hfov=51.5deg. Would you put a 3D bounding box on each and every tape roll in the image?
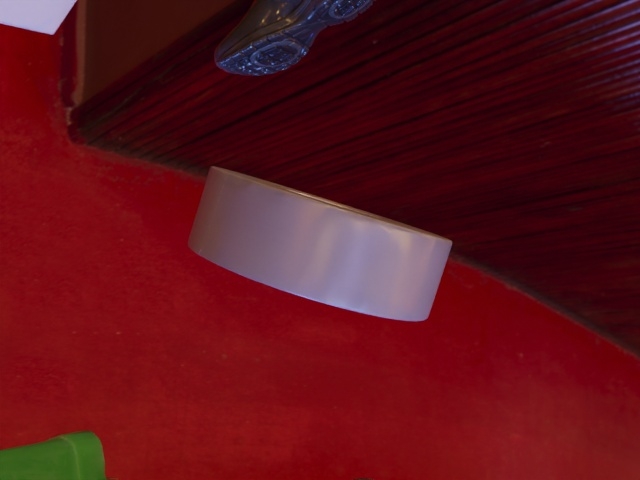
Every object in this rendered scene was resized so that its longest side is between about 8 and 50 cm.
[{"bbox_3d":[0.000,0.000,0.583,0.219,0.219,0.072,14,95,-41],"label":"tape roll"}]

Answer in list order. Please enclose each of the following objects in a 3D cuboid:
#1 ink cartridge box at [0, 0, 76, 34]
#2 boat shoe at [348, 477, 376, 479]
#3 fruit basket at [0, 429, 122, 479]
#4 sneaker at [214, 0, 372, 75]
[{"bbox_3d":[-0.284,-0.337,0.591,0.171,0.232,0.168,43,15,6],"label":"ink cartridge box"},{"bbox_3d":[0.005,0.409,0.734,0.123,0.116,0.324,8,112,-38],"label":"boat shoe"},{"bbox_3d":[-0.204,0.279,0.508,0.353,0.327,0.165,48,19,-51],"label":"fruit basket"},{"bbox_3d":[-0.047,-0.357,1.011,0.130,0.286,0.109,66,18,15],"label":"sneaker"}]
